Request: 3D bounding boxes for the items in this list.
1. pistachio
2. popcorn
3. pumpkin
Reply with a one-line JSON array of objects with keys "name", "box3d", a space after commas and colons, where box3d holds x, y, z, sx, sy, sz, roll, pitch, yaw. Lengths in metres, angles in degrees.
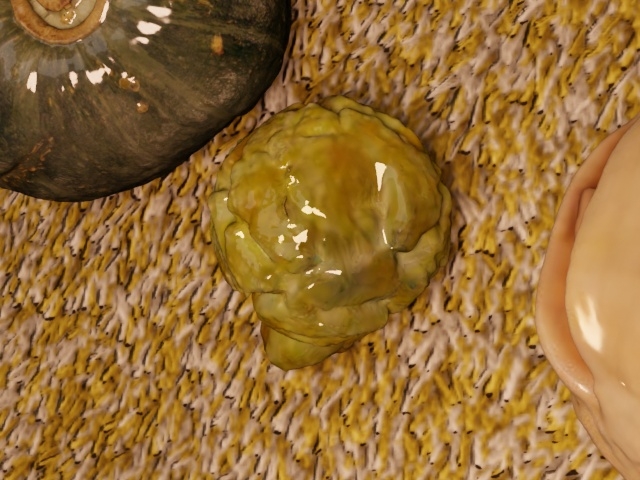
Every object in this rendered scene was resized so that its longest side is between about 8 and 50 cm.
[{"name": "pistachio", "box3d": [0.258, 0.029, 1.292, 0.193, 0.214, 0.318, 134, 149, -64]}, {"name": "popcorn", "box3d": [0.000, 0.000, 1.466, 0.198, 0.212, 0.198, 3, 41, -2]}, {"name": "pumpkin", "box3d": [-0.184, -0.186, 1.587, 0.327, 0.257, 0.291, -23, 75, 15]}]
